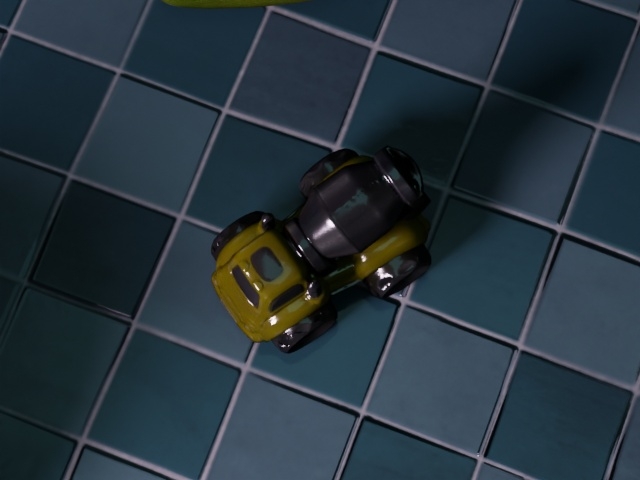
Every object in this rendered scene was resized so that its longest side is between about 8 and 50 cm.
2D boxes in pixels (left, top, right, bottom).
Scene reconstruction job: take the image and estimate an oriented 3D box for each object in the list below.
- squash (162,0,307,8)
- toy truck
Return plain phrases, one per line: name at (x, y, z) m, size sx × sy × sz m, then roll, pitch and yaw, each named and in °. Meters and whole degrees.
squash at (-0.058, -0.281, 1.582) m, size 0.252 × 0.066 × 0.066 m, roll -5°, pitch 76°, yaw 0°
toy truck at (0.000, 0.000, 1.459) m, size 0.224 × 0.165 × 0.147 m, roll -33°, pitch 78°, yaw -6°
